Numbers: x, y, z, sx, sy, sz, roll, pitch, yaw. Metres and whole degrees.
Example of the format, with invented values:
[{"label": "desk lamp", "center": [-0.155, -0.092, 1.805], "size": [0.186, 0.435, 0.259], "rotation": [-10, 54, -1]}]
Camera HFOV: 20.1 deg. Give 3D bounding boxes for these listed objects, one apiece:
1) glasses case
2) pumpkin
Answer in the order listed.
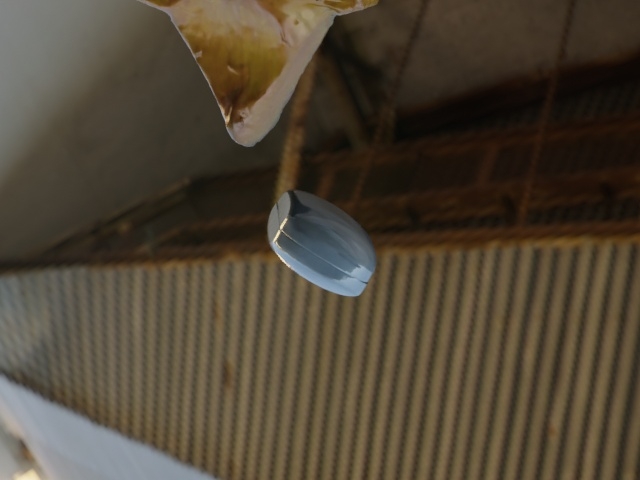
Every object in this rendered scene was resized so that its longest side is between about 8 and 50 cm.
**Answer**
[{"label": "glasses case", "center": [0.000, 0.000, 1.207], "size": [0.045, 0.067, 0.178], "rotation": [-58, -174, 6]}, {"label": "pumpkin", "center": [-0.077, -0.256, 1.577], "size": [0.290, 0.258, 0.095], "rotation": [-47, -174, 39]}]
